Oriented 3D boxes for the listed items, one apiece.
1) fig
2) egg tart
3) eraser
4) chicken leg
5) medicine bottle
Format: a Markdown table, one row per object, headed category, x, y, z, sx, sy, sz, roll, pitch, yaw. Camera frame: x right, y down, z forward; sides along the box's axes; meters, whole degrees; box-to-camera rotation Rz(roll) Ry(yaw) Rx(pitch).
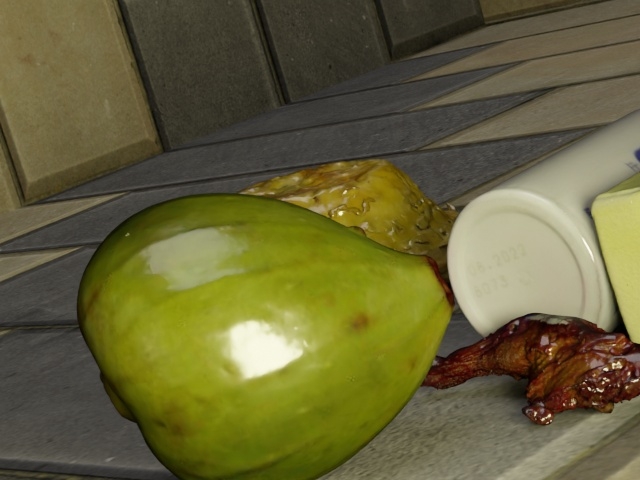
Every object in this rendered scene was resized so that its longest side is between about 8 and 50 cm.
| category | x | y | z | sx | sy | sz | roll | pitch | yaw |
| --- | --- | --- | --- | --- | --- | --- | --- | --- | --- |
| fig | -0.031 | 0.052 | 1.057 | 0.225 | 0.203 | 0.203 | -23 | 10 | 2 |
| egg tart | 0.000 | 0.000 | 1.501 | 0.294 | 0.123 | 0.294 | -16 | 12 | 4 |
| eraser | 0.258 | -0.002 | 1.119 | 0.058 | 0.117 | 0.172 | -13 | 10 | 43 |
| chicken leg | 0.141 | 0.080 | 1.073 | 0.093 | 0.053 | 0.205 | -36 | 13 | -20 |
| medicine bottle | 0.241 | -0.028 | 1.245 | 0.130 | 0.130 | 0.341 | -7 | 13 | 43 |
